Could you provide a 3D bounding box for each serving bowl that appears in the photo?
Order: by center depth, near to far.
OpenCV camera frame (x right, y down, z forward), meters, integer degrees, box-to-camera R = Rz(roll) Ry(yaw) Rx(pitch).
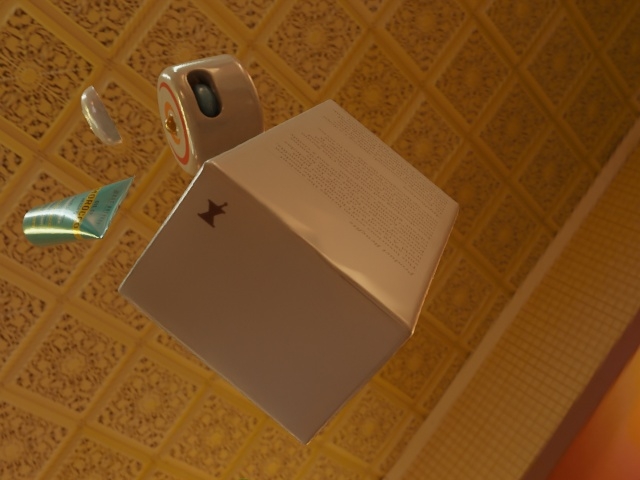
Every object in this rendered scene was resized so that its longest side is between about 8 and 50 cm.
[{"bbox_3d":[-0.286,-0.156,1.124,0.027,0.083,0.083,-30,-56,-11],"label":"serving bowl"}]

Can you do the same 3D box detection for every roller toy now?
[{"bbox_3d":[-0.195,-0.212,1.484,0.146,0.209,0.191,-18,-61,-21],"label":"roller toy"}]

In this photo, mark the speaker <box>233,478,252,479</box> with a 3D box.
[{"bbox_3d":[-0.180,0.470,1.325,0.131,0.131,0.296,10,-40,-37],"label":"speaker"}]

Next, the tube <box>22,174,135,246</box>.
[{"bbox_3d":[-0.279,-0.026,1.005,0.052,0.207,0.080,32,-115,-34],"label":"tube"}]

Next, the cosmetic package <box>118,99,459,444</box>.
[{"bbox_3d":[0.000,0.000,0.955,0.230,0.453,0.161,40,-69,1],"label":"cosmetic package"}]
